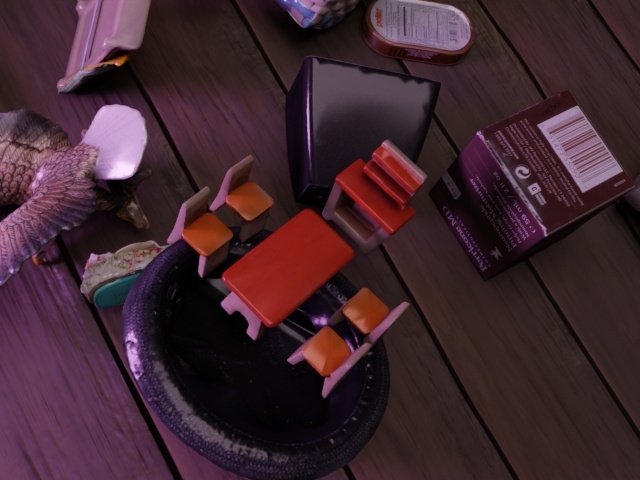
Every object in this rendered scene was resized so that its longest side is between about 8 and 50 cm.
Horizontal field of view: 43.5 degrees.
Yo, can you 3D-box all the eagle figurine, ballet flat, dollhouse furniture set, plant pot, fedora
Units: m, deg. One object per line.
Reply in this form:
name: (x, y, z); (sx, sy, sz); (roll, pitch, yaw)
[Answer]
eagle figurine: (-0.357, -0.047, 0.979); (0.298, 0.226, 0.225); (-13, 106, -43)
ballet flat: (-0.198, 0.025, 1.064); (0.241, 0.091, 0.077); (-11, 48, -21)
dollhouse furniture set: (-0.244, -0.344, 1.149); (0.151, 0.198, 0.301); (19, 70, -33)
plant pot: (0.046, -0.134, 1.130); (0.187, 0.188, 0.167); (9, 79, -10)
dollhouse furniture set: (0.000, 0.000, 0.934); (0.262, 0.135, 0.259); (44, 55, 7)
fedora: (-0.086, 0.149, 0.989); (0.334, 0.152, 0.334); (10, 58, -16)

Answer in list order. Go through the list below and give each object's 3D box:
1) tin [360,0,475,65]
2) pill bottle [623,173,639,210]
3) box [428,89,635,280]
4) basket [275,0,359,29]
tin: (0.160, -0.346, 1.310); (0.190, 0.040, 0.106); (5, 64, -11)
pill bottle: (0.612, -0.018, 1.220); (0.278, 0.162, 0.162); (45, 67, 5)
box: (0.292, -0.074, 1.144); (0.167, 0.203, 0.168); (-27, 77, -21)
basket: (0.014, -0.484, 1.192); (0.255, 0.289, 0.201); (46, 32, 6)
